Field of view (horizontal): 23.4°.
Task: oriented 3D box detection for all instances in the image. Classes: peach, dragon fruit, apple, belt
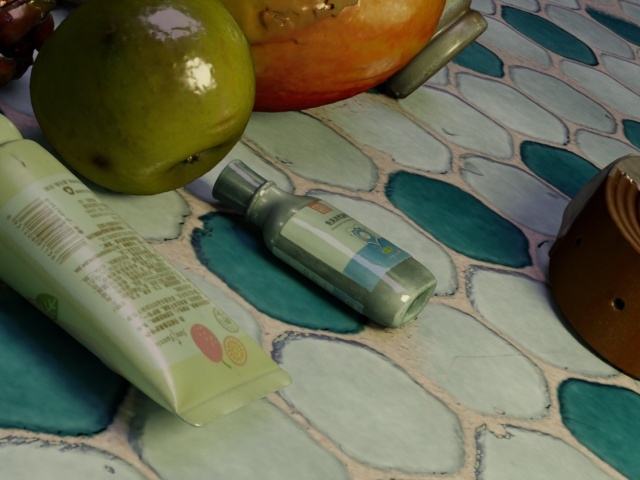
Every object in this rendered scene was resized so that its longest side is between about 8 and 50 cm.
[{"bbox_3d":[-0.033,-0.294,1.576,0.373,0.290,0.372,-15,25,7],"label":"peach"},{"bbox_3d":[-0.301,-0.201,1.354,0.138,0.142,0.175,52,30,-37],"label":"dragon fruit"},{"bbox_3d":[-0.144,-0.126,1.288,0.157,0.196,0.196,58,31,8],"label":"apple"},{"bbox_3d":[0.348,0.025,1.579,0.217,0.122,0.338,31,26,2],"label":"belt"}]

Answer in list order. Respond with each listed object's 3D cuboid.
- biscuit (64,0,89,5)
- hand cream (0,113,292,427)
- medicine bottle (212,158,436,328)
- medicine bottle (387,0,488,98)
[{"bbox_3d":[-0.269,-0.291,1.676,0.152,0.020,0.152,20,30,-12],"label":"biscuit"},{"bbox_3d":[-0.162,0.019,1.093,0.306,0.093,0.147,37,21,17],"label":"hand cream"},{"bbox_3d":[0.000,0.000,1.339,0.208,0.053,0.090,34,25,15],"label":"medicine bottle"},{"bbox_3d":[0.044,-0.330,1.813,0.322,0.151,0.151,50,26,-1],"label":"medicine bottle"}]
